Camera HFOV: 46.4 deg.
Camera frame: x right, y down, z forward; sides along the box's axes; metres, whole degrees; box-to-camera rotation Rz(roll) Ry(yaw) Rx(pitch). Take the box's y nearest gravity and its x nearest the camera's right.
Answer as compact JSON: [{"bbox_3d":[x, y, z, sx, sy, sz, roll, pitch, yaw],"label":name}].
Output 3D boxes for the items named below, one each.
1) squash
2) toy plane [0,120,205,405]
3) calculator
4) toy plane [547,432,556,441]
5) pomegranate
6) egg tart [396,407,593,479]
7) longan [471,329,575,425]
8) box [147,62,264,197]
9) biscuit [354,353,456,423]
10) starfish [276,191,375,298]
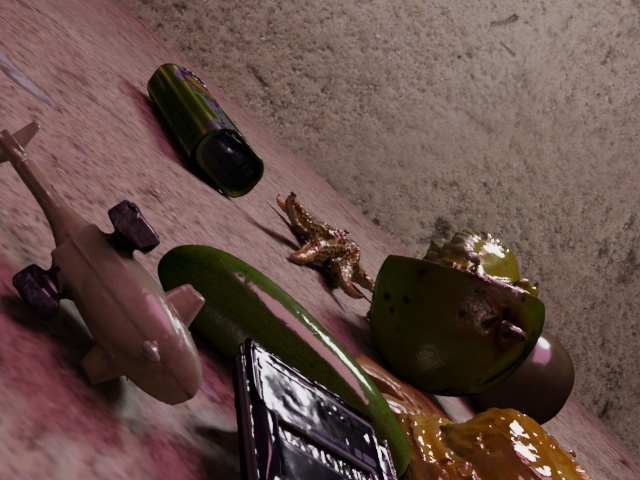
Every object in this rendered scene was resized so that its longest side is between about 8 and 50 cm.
[{"bbox_3d":[-0.026,0.104,0.658,0.292,0.082,0.082,43,8,5],"label":"squash"},{"bbox_3d":[-0.168,0.004,0.525,0.286,0.092,0.108,46,-12,22],"label":"toy plane"},{"bbox_3d":[0.015,0.189,0.462,0.166,0.028,0.274,37,21,-31],"label":"calculator"},{"bbox_3d":[0.412,0.396,1.245,0.246,0.078,0.169,38,7,16],"label":"toy plane"},{"bbox_3d":[0.187,0.113,1.153,0.260,0.260,0.341,40,-20,-14],"label":"pomegranate"},{"bbox_3d":[0.207,0.271,0.740,0.319,0.128,0.319,42,11,-10],"label":"egg tart"},{"bbox_3d":[0.365,0.249,1.372,0.196,0.196,0.220,45,12,15],"label":"longan"},{"bbox_3d":[-0.210,-0.207,1.329,0.134,0.097,0.345,37,10,-37],"label":"box"},{"bbox_3d":[0.131,0.228,0.945,0.236,0.040,0.144,34,17,-34],"label":"biscuit"},{"bbox_3d":[0.003,0.000,1.325,0.301,0.084,0.293,48,8,9],"label":"starfish"}]
